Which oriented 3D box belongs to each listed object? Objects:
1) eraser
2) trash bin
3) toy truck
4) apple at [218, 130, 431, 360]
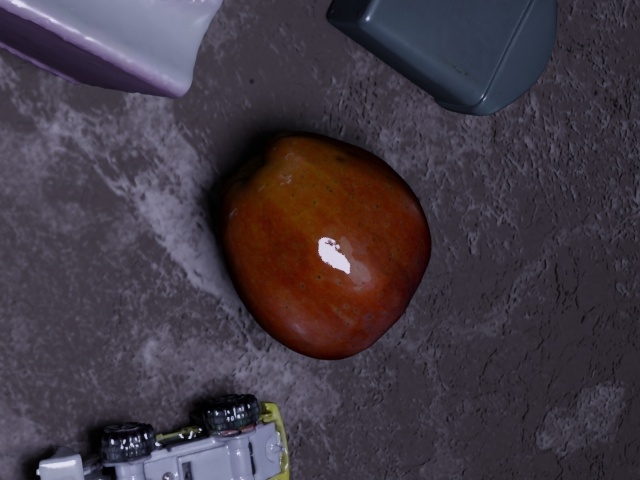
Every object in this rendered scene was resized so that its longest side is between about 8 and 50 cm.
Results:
[{"bbox_3d":[-0.300,-0.249,1.525,0.359,0.272,0.122,24,87,-34],"label":"eraser"},{"bbox_3d":[0.142,-0.246,1.914,0.236,0.101,0.176,30,86,-31],"label":"trash bin"},{"bbox_3d":[-0.162,0.240,1.817,0.286,0.111,0.136,-11,96,-28],"label":"toy truck"},{"bbox_3d":[0.000,0.000,1.807,0.234,0.234,0.234,-8,104,-31],"label":"apple"}]
